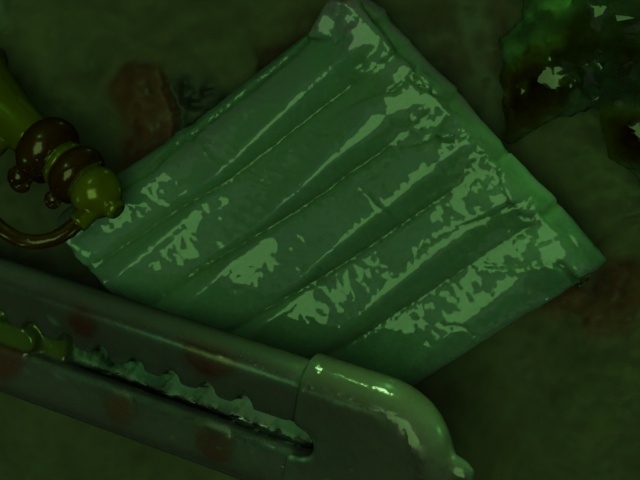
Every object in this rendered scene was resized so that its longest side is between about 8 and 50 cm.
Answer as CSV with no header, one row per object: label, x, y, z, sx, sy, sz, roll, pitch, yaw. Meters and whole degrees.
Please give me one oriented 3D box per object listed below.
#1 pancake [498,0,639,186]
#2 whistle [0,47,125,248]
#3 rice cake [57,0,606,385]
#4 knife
pancake,0.259,-0.015,0.656,0.305,0.067,0.427,-38,92,36
whistle,-0.141,-0.041,0.759,0.109,0.057,0.046,45,139,23
rice cake,0.000,0.000,0.766,0.198,0.037,0.189,-41,90,16
knife,-0.115,0.054,0.766,0.398,0.038,0.132,17,115,17
